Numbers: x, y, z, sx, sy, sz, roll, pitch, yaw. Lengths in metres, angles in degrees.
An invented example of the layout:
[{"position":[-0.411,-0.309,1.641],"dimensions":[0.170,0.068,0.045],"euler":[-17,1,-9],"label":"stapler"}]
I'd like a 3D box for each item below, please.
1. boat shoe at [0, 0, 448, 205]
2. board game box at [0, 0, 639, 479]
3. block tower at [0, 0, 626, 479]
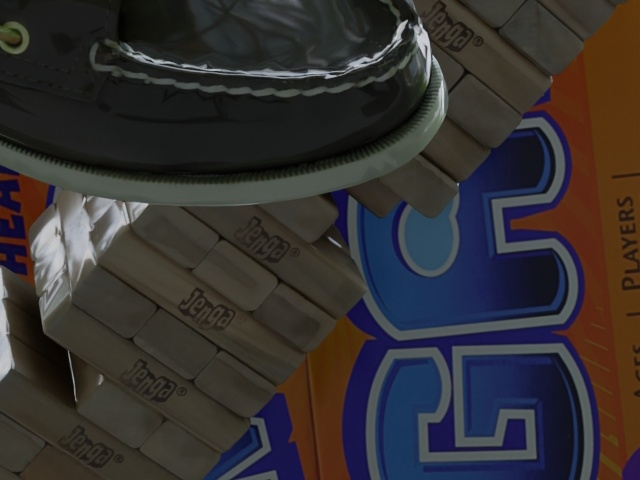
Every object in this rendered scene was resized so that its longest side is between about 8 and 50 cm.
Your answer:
[{"position":[-0.079,-0.067,0.509],"dimensions":[0.227,0.081,0.069],"euler":[11,-44,14],"label":"boat shoe"},{"position":[0.000,0.000,1.028],"dimensions":[0.356,0.356,0.356],"euler":[-6,-91,4],"label":"board game box"},{"position":[-0.012,-0.036,0.729],"dimensions":[0.097,0.091,0.335],"euler":[37,-77,-25],"label":"block tower"}]
